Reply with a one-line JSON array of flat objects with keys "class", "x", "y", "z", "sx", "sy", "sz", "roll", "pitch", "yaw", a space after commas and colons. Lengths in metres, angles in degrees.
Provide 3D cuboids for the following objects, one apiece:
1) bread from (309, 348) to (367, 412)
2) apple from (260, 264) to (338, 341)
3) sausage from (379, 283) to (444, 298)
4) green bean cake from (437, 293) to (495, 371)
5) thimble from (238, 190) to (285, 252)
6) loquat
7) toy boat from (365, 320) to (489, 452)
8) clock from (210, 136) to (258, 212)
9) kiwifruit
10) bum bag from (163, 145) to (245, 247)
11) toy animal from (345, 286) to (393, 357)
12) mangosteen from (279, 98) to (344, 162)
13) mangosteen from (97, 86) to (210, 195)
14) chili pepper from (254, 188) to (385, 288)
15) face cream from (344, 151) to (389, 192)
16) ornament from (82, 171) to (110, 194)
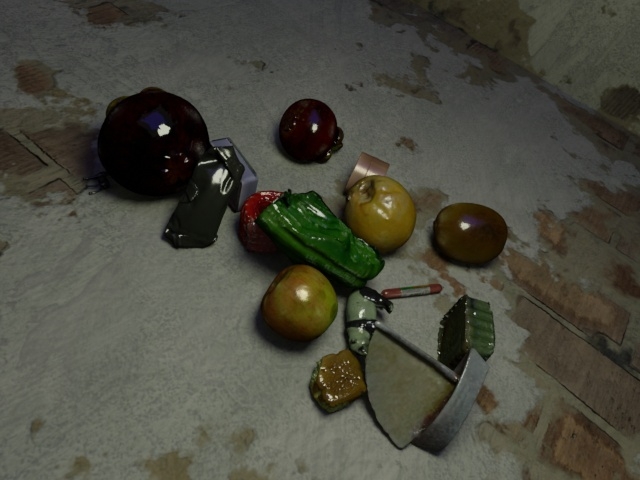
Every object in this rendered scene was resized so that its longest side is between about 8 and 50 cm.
[{"class": "bread", "x": 0.041, "y": 0.343, "z": 1.138, "sx": 0.140, "sy": 0.069, "sz": 0.128, "roll": -18, "pitch": 59, "yaw": -30}, {"class": "apple", "x": -0.050, "y": 0.162, "z": 1.172, "sx": 0.196, "sy": 0.196, "sz": 0.196, "roll": 9, "pitch": 51, "yaw": -11}, {"class": "sausage", "x": 0.277, "y": 0.152, "z": 1.390, "sx": 0.223, "sy": 0.029, "sz": 0.029, "roll": -4, "pitch": 54, "yaw": -21}, {"class": "green bean cake", "x": 0.392, "y": 0.263, "z": 1.247, "sx": 0.094, "sy": 0.173, "sz": 0.181, "roll": 18, "pitch": 47, "yaw": -3}, {"class": "thimble", "x": -0.145, "y": -0.056, "z": 1.358, "sx": 0.189, "sy": 0.125, "sz": 0.163, "roll": -14, "pitch": 56, "yaw": -26}, {"class": "loquat", "x": 0.182, "y": -0.078, "z": 1.418, "sx": 0.243, "sy": 0.244, "sz": 0.244, "roll": 9, "pitch": 51, "yaw": -11}, {"class": "toy boat", "x": 0.237, "y": 0.363, "z": 1.120, "sx": 0.293, "sy": 0.111, "sz": 0.276, "roll": 16, "pitch": 89, "yaw": 5}, {"class": "clock", "x": -0.274, "y": -0.204, "z": 1.419, "sx": 0.073, "sy": 0.145, "sz": 0.193, "roll": -22, "pitch": 63, "yaw": -32}, {"class": "kiwifruit", "x": 0.474, "y": -0.027, "z": 1.490, "sx": 0.234, "sy": 0.196, "sz": 0.196, "roll": 16, "pitch": 50, "yaw": -8}, {"class": "bum bag", "x": -0.313, "y": -0.116, "z": 1.295, "sx": 0.142, "sy": 0.326, "sz": 0.079, "roll": 27, "pitch": 4, "yaw": -17}, {"class": "toy animal", "x": 0.125, "y": 0.219, "z": 1.247, "sx": 0.121, "sy": 0.094, "sz": 0.225, "roll": 15, "pitch": 50, "yaw": -5}, {"class": "mangosteen", "x": -0.021, "y": -0.372, "z": 1.615, "sx": 0.257, "sy": 0.215, "sz": 0.215, "roll": 17, "pitch": 41, "yaw": -47}, {"class": "mangosteen", "x": -0.487, "y": -0.292, "z": 1.326, "sx": 0.307, "sy": 0.307, "sz": 0.347, "roll": -27, "pitch": 57, "yaw": -33}, {"class": "chili pepper", "x": -0.007, "y": 0.004, "z": 1.254, "sx": 0.385, "sy": 0.167, "sz": 0.213, "roll": 36, "pitch": 20, "yaw": -24}, {"class": "face cream", "x": 0.156, "y": -0.211, "z": 1.561, "sx": 0.104, "sy": 0.149, "sz": 0.149, "roll": 25, "pitch": 49, "yaw": 1}, {"class": "ornament", "x": -0.629, "y": -0.181, "z": 1.365, "sx": 0.125, "sy": 0.028, "sz": 0.073, "roll": -22, "pitch": 61, "yaw": -29}]
